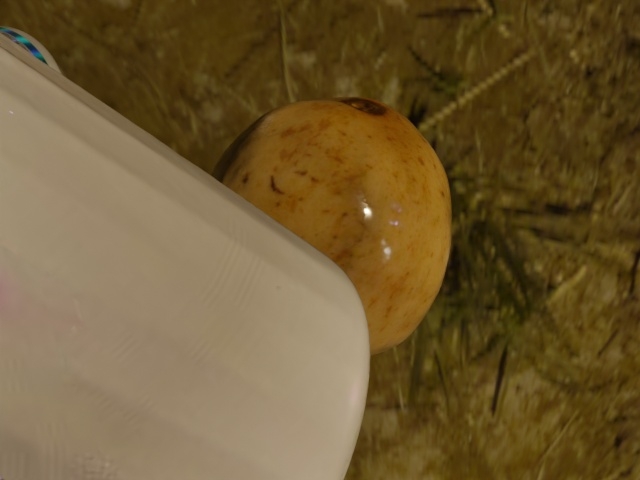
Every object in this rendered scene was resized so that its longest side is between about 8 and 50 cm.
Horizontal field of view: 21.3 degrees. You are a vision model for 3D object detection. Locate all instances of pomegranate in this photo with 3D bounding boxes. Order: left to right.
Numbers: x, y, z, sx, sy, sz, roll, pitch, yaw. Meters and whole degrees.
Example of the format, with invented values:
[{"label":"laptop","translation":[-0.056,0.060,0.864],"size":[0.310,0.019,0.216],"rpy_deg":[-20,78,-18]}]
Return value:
[{"label":"pomegranate","translation":[0.000,0.000,1.170],"size":[0.196,0.196,0.196],"rpy_deg":[-1,74,4]}]

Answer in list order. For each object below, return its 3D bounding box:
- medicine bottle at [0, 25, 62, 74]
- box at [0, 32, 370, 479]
[{"label":"medicine bottle","translation":[-0.249,-0.077,1.061],"size":[0.107,0.191,0.107],"rpy_deg":[5,101,25]},{"label":"box","translation":[-0.097,0.039,0.610],"size":[0.206,0.291,0.262],"rpy_deg":[29,76,-26]}]
